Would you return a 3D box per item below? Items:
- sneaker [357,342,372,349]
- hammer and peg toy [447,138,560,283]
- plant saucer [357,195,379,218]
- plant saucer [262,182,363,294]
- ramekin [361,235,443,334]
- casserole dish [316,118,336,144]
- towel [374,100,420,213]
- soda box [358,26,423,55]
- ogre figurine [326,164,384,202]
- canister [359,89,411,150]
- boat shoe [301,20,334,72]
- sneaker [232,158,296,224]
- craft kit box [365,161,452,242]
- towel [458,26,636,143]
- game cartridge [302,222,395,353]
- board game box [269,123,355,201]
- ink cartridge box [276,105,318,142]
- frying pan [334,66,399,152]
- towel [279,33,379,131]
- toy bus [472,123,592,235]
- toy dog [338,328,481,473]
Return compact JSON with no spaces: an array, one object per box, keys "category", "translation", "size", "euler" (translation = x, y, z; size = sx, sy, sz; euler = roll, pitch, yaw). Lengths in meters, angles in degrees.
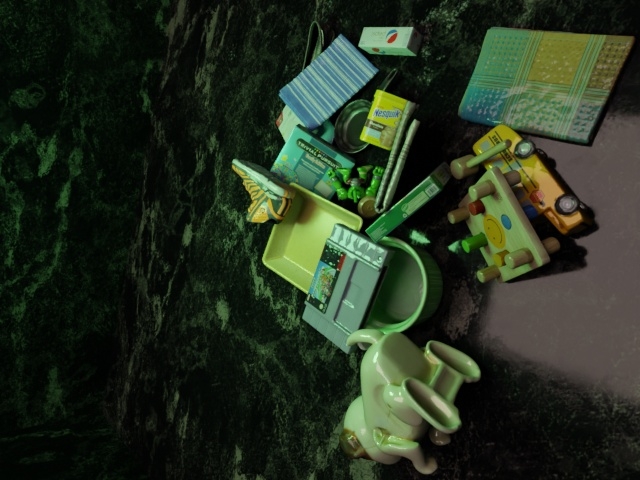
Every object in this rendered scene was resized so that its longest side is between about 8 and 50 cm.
[{"category":"sneaker","translation":[0.127,0.285,1.459],"size":[0.094,0.080,0.212],"euler":[-39,53,46]},{"category":"hammer and peg toy","translation":[0.429,-0.077,1.063],"size":[0.128,0.266,0.361],"euler":[-21,76,-5]},{"category":"plant saucer","translation":[0.173,-0.114,1.449],"size":[0.015,0.084,0.083],"euler":[-93,25,-73]},{"category":"plant saucer","translation":[-0.022,0.006,1.467],"size":[0.333,0.081,0.332],"euler":[31,109,29]},{"category":"ramekin","translation":[0.234,0.140,1.314],"size":[0.304,0.148,0.303],"euler":[-6,82,42]},{"category":"casserole dish","translation":[0.008,-0.439,1.657],"size":[0.114,0.037,0.188],"euler":[-45,57,30]},{"category":"towel","translation":[0.242,-0.242,1.275],"size":[0.056,0.312,0.324],"euler":[17,99,9]},{"category":"soda box","translation":[0.241,-0.693,1.444],"size":[0.216,0.074,0.069],"euler":[27,104,41]},{"category":"ogre figurine","translation":[0.124,-0.201,1.470],"size":[0.097,0.197,0.118],"euler":[-107,12,-71]},{"category":"canister","translation":[0.218,-0.406,1.410],"size":[0.126,0.073,0.169],"euler":[20,105,-1]},{"category":"boat shoe","translation":[-0.033,-0.710,1.680],"size":[0.112,0.096,0.334],"euler":[18,98,39]},{"category":"sneaker","translation":[-0.238,-0.165,1.497],"size":[0.321,0.125,0.180],"euler":[39,113,35]},{"category":"craft kit box","translation":[0.273,-0.119,1.246],"size":[0.250,0.247,0.061],"euler":[-42,86,31]},{"category":"towel","translation":[0.585,-0.429,1.127],"size":[0.370,0.040,0.271],"euler":[28,106,39]},{"category":"game cartridge","translation":[0.073,0.146,1.311],"size":[0.230,0.068,0.354],"euler":[29,108,34]},{"category":"board game box","translation":[-0.064,-0.227,1.576],"size":[0.254,0.079,0.336],"euler":[32,113,-5]},{"category":"ink cartridge box","translation":[-0.097,-0.463,1.685],"size":[0.127,0.072,0.175],"euler":[-49,54,37]},{"category":"frying pan","translation":[0.157,-0.476,1.514],"size":[0.197,0.053,0.325],"euler":[31,105,39]},{"category":"towel","translation":[0.022,-0.599,1.576],"size":[0.336,0.040,0.243],"euler":[-40,67,10]},{"category":"toy bus","translation":[0.547,-0.153,1.083],"size":[0.130,0.108,0.332],"euler":[-40,60,32]},{"category":"toy dog","translation":[0.199,0.489,1.203],"size":[0.396,0.284,0.407],"euler":[27,123,12]}]
